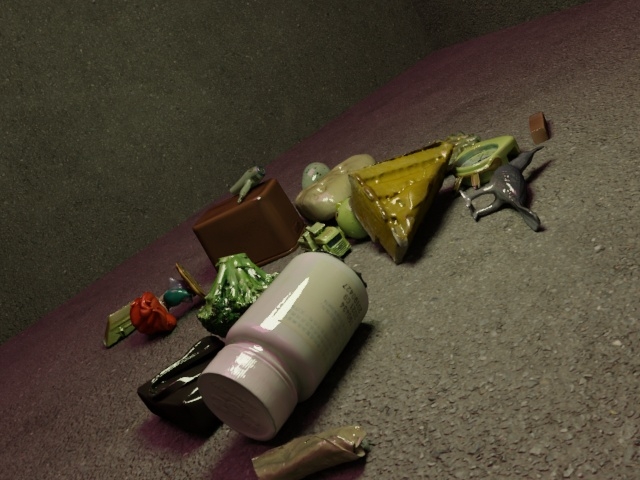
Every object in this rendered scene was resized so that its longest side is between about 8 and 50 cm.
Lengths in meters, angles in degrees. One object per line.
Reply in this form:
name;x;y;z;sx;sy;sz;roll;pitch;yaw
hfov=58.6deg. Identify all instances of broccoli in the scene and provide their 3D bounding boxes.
broccoli;-0.205;0.150;1.528;0.269;0.241;0.261;-14;-7;-13

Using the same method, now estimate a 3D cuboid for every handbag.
handbag;-0.280;0.330;1.367;0.257;0.113;0.285;-36;18;-36

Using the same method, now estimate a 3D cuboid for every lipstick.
lipstick;0.658;-0.341;1.717;0.045;0.045;0.145;-19;23;28

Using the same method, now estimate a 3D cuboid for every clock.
clock;0.464;-0.216;1.663;0.170;0.069;0.232;-6;32;50

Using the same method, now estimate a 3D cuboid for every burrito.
burrito;-0.027;0.364;0.960;0.226;0.060;0.087;-26;14;18

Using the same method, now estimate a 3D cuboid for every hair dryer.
hair dryer;-0.288;-0.174;2.048;0.167;0.067;0.199;-24;30;46

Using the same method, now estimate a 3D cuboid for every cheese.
cheese;0.078;-0.186;2.056;0.351;0.129;0.328;-33;13;-1

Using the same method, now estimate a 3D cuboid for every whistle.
whistle;0.091;-0.082;1.786;0.141;0.141;0.294;-35;18;-12

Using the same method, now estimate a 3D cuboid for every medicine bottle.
medicine bottle;-0.066;0.205;1.186;0.214;0.213;0.378;-13;25;42

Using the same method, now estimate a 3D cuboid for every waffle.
waffle;0.393;-0.277;1.934;0.292;0.056;0.309;-33;16;-5

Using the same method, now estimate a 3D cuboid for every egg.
egg;-0.023;-0.255;2.395;0.131;0.131;0.164;-9;36;47

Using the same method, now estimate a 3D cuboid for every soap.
soap;0.286;-0.110;1.562;0.339;0.169;0.304;-20;50;-16

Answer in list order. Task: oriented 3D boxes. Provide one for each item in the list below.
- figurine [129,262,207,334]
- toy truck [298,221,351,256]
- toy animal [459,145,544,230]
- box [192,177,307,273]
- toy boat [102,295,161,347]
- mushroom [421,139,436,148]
figurine;-0.534;0.216;1.937;0.257;0.181;0.208;-41;49;-7
toy truck;0.000;0.000;1.745;0.085;0.116;0.191;-41;21;-22
toy animal;0.451;-0.120;1.423;0.206;0.081;0.367;-21;26;33
box;-0.259;-0.046;2.077;0.340;0.229;0.239;-23;19;19
toy boat;-0.712;0.287;2.150;0.276;0.084;0.111;-36;22;-18
mushroom;0.368;-0.317;1.959;0.049;0.019;0.101;-11;27;51
